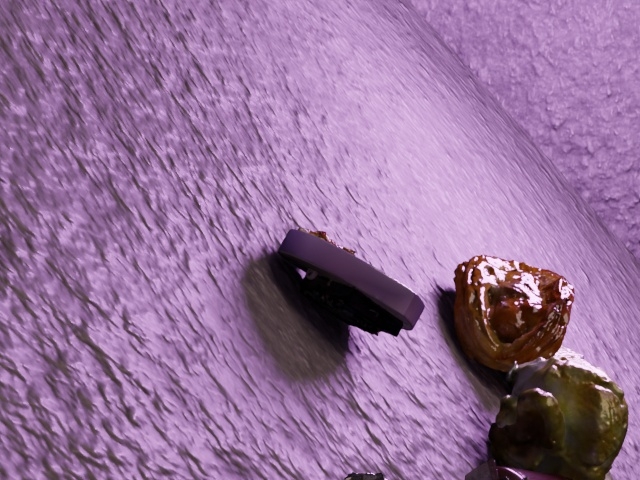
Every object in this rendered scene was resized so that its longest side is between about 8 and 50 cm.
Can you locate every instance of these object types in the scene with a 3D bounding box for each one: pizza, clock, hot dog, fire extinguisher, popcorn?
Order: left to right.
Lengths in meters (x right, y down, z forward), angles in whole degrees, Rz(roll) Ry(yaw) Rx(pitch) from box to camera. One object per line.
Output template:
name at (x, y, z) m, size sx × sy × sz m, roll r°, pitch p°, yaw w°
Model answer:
pizza at (0.001, 0.000, 2.047) m, size 0.083 × 0.025 × 0.078 m, roll 18°, pitch -14°, yaw 37°
clock at (0.042, 0.063, 1.986) m, size 0.172 × 0.064 × 0.198 m, roll 23°, pitch -9°, yaw 48°
hot dog at (0.273, 0.092, 2.428) m, size 0.175 × 0.114 × 0.259 m, roll 13°, pitch 20°, yaw 0°
fire extinguisher at (0.234, 0.308, 1.977) m, size 0.269 × 0.105 × 0.104 m, roll 21°, pitch 35°, yaw -59°
popcorn at (0.296, 0.231, 2.160) m, size 0.212 × 0.198 × 0.198 m, roll 10°, pitch 45°, yaw -57°

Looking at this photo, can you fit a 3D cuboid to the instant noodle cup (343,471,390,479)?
instant noodle cup at (-0.003, 0.307, 1.229) m, size 0.217 × 0.217 × 0.207 m, roll 20°, pitch 42°, yaw -59°

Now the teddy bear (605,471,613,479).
teddy bear at (0.557, 0.368, 2.253) m, size 0.375 × 0.362 × 0.327 m, roll 51°, pitch 17°, yaw -9°

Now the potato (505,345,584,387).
potato at (0.291, 0.190, 2.457) m, size 0.120 × 0.081 × 0.149 m, roll 25°, pitch 23°, yaw 33°
